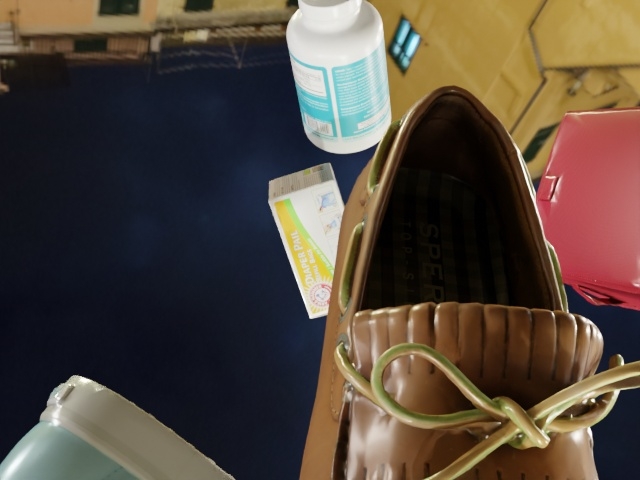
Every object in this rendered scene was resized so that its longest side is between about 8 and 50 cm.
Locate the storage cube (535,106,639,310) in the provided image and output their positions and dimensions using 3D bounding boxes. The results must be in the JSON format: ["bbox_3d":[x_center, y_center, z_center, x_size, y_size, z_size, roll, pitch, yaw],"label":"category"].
[{"bbox_3d":[0.358,-0.025,0.876,0.183,0.193,0.215,19,-91,-24],"label":"storage cube"}]

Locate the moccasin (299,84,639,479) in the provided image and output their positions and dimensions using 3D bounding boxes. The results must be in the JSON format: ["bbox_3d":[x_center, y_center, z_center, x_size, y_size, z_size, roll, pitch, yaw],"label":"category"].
[{"bbox_3d":[0.070,0.068,0.381,0.139,0.147,0.380,12,-136,-2],"label":"moccasin"}]

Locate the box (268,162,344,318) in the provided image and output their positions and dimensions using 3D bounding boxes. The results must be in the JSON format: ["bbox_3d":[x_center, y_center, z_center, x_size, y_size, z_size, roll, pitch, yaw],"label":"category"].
[{"bbox_3d":[0.000,0.000,1.285,0.103,0.203,0.114,-18,-161,3],"label":"box"}]

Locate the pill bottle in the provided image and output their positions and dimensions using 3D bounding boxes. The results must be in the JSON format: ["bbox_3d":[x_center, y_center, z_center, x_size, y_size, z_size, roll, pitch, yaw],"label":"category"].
[{"bbox_3d":[0.029,-0.273,1.285,0.146,0.264,0.146,-5,-131,5],"label":"pill bottle"}]

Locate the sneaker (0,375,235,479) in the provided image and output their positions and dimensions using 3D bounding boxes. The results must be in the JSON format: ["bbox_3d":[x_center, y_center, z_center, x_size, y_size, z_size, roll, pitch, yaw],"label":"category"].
[{"bbox_3d":[-0.055,0.247,0.513,0.366,0.135,0.150,34,-115,7],"label":"sneaker"}]
